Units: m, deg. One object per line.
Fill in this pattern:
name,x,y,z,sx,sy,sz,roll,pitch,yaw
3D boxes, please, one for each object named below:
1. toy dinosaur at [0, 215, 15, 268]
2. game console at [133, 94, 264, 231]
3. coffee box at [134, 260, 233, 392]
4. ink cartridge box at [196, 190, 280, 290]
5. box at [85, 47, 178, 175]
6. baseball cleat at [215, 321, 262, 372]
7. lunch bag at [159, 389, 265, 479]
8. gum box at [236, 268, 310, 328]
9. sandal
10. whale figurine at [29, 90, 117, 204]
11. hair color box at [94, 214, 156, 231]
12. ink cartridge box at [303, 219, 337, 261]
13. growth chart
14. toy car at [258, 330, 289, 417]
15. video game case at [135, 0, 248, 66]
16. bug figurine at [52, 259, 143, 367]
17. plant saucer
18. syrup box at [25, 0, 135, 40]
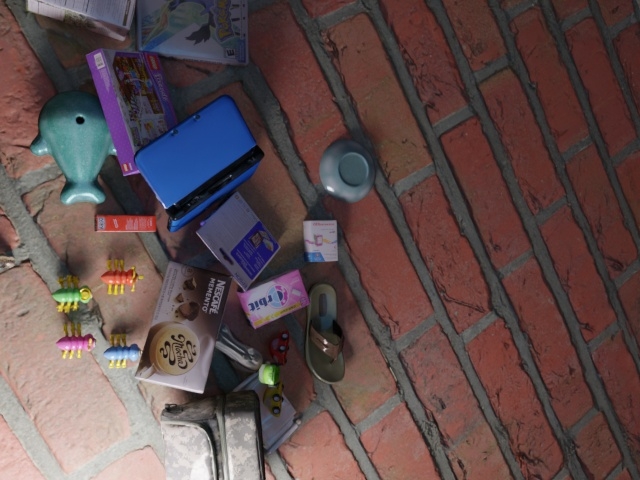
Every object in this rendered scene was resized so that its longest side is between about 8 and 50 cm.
toy dinosaur,-0.809,-0.038,1.363,0.268,0.064,0.118,35,82,-18
game console,-0.308,-0.188,1.515,0.293,0.250,0.173,-39,91,-20
coffee box,-0.338,0.218,1.504,0.168,0.119,0.297,16,72,-8
ink cartridge box,-0.224,0.003,1.600,0.206,0.045,0.208,54,40,-16
box,-0.445,-0.317,1.477,0.201,0.057,0.293,-28,104,-63
baseball cleat,-0.251,0.292,1.619,0.206,0.109,0.072,38,53,10
lunch bag,-0.275,0.558,1.537,0.256,0.212,0.305,-5,93,-5
gum box,-0.128,0.158,1.681,0.188,0.062,0.107,-23,99,-24
sandal,0.015,0.272,1.735,0.120,0.086,0.302,-8,93,-25
whale figurine,-0.574,-0.223,1.426,0.216,0.141,0.271,-2,88,-26
hair color box,-0.492,-0.043,1.505,0.141,0.072,0.043,-1,91,-26
ink cartridge box,0.000,0.000,1.749,0.089,0.052,0.122,-2,89,-25
growth chart,-0.159,0.483,1.688,0.172,0.021,0.237,-33,103,-21
toy car,-0.129,0.353,1.596,0.053,0.225,0.238,5,78,5
video game case,-0.341,-0.647,1.599,0.300,0.036,0.328,-1,90,-25
bug figurine,-0.543,0.189,1.479,0.216,0.072,0.278,-3,91,-25
plant saucer,0.092,-0.212,1.803,0.195,0.037,0.194,0,90,-26
syrup box,-0.581,-0.579,1.453,0.237,0.093,0.096,11,85,-25
